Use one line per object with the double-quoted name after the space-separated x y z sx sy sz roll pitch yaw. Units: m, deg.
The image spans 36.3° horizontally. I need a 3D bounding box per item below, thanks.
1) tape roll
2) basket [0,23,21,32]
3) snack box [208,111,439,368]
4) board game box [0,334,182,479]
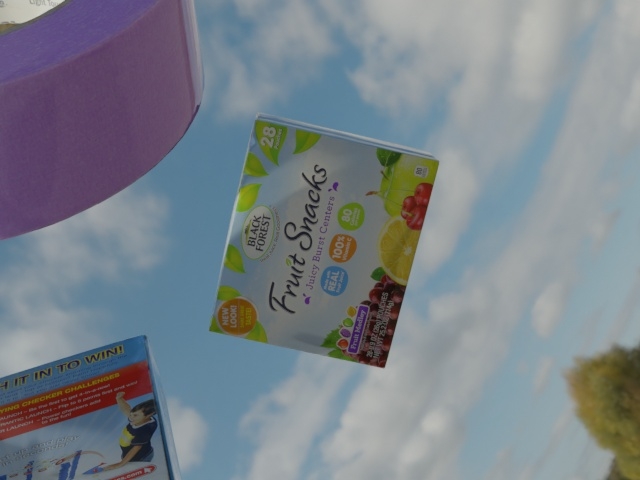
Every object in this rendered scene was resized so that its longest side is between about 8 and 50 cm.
-0.207 -0.115 0.554 0.275 0.275 0.090 -45 -33 -36 "tape roll"
-0.535 -0.331 1.413 0.328 0.266 0.331 -18 -85 -58 "basket"
0.000 0.000 0.920 0.070 0.174 0.207 -100 23 -77 "snack box"
-0.263 0.221 0.781 0.308 0.302 0.086 -16 -65 -8 "board game box"
